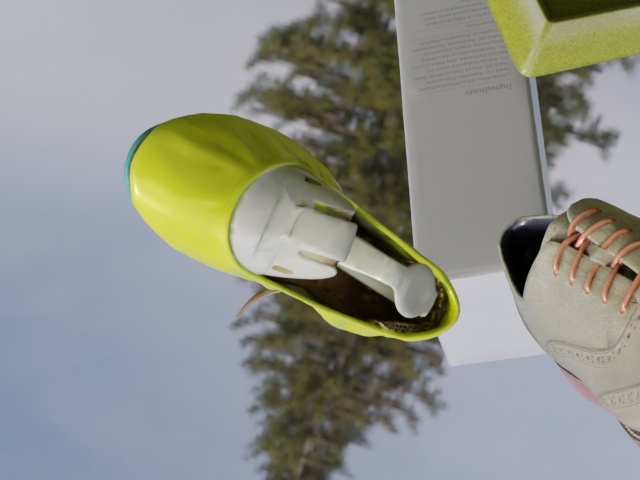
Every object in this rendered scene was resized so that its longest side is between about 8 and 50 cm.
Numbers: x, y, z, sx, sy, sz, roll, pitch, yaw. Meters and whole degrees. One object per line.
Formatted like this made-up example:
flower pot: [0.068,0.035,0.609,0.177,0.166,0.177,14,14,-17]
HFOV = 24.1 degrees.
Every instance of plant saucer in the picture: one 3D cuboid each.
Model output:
plant saucer: [0.257,-0.267,1.506,0.188,0.045,0.188,-13,-116,-15]

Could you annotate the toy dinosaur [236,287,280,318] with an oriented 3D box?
toy dinosaur: [0.008,0.032,1.462,0.183,0.053,0.092,-1,-142,-4]

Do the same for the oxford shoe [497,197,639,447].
oxford shoe: [0.214,0.049,1.042,0.146,0.140,0.397,44,171,-9]

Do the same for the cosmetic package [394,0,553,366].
cosmetic package: [0.200,-0.099,1.878,0.161,0.230,0.453,-9,-123,10]

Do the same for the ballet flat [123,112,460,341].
ballet flat: [0.000,0.000,0.769,0.077,0.077,0.231,23,174,40]
